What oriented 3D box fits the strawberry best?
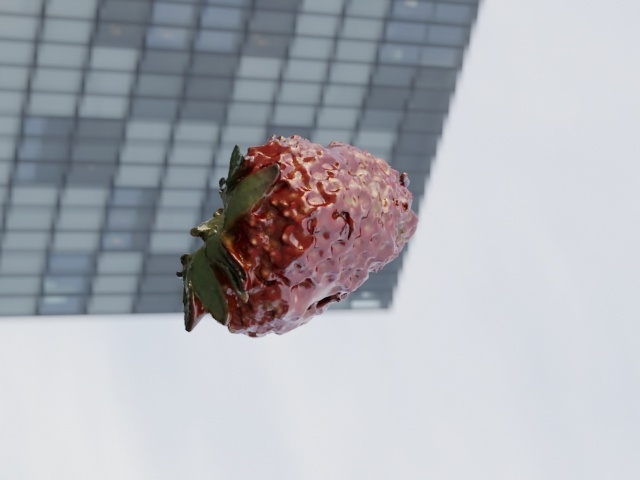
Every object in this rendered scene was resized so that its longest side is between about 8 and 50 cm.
[{"bbox_3d":[-0.004,0.012,1.327,0.098,0.228,0.174,45,-67,28],"label":"strawberry"}]
